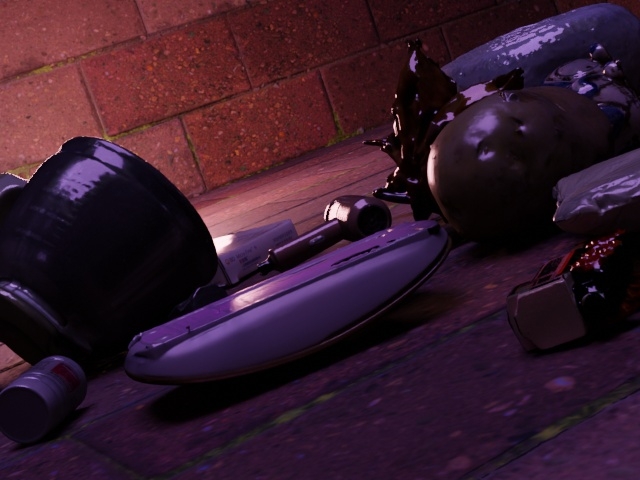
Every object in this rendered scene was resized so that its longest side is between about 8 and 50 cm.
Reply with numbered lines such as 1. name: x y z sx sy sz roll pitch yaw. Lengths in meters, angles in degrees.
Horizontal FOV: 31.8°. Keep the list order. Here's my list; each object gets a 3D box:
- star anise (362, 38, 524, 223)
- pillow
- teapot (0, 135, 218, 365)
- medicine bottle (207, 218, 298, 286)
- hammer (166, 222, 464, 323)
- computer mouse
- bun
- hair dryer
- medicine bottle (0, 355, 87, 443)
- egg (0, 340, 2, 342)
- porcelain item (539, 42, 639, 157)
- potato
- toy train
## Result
1. star anise: 0.143 -0.120 1.464 0.148 0.237 0.346 -11 -19 -22
2. pillow: 0.332 -0.055 0.943 0.274 0.076 0.281 -15 4 13
3. teapot: -0.308 0.013 1.298 0.239 0.322 0.239 -50 -11 -31
4. medicine bottle: -0.147 0.028 1.616 0.171 0.052 0.201 -14 9 32
5. hammer: 0.012 0.035 1.183 0.365 0.043 0.111 -19 -14 -28
6. computer mouse: -0.024 0.065 1.002 0.310 0.071 0.158 -24 6 -16
7. bun: 0.347 -0.240 1.750 0.355 0.194 0.354 -20 8 3
8. hair dryer: 0.000 0.000 1.473 0.182 0.064 0.117 -29 12 -12
9. medicine bottle: -0.260 0.148 1.050 0.058 0.058 0.091 -17 8 12
10. egg: -0.357 0.055 1.506 0.237 0.169 0.169 -25 10 -23
11. porcelain item: 0.334 -0.146 1.463 0.186 0.138 0.288 -35 8 17
12. potato: 0.214 -0.084 1.203 0.165 0.165 0.262 -13 4 37
13. toy train: 0.186 0.033 0.811 0.087 0.050 0.138 -22 4 24
